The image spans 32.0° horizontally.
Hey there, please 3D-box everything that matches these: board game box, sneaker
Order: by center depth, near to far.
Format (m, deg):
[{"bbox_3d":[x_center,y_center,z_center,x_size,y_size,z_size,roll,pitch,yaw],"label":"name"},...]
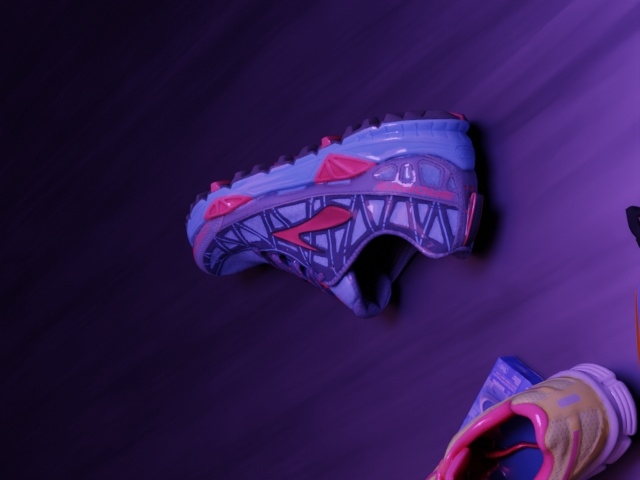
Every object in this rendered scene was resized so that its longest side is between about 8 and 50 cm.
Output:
[{"bbox_3d":[0.096,0.153,0.682,0.081,0.094,0.208,50,123,30],"label":"sneaker"},{"bbox_3d":[0.133,0.137,0.727,0.090,0.020,0.090,40,116,37],"label":"board game box"},{"bbox_3d":[0.000,0.000,0.802,0.261,0.104,0.125,-21,76,41],"label":"sneaker"}]

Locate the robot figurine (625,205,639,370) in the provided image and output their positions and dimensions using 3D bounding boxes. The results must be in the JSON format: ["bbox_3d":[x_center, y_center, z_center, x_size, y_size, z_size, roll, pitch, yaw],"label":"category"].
[{"bbox_3d":[0.235,0.001,0.529,0.211,0.085,0.291,-27,45,39],"label":"robot figurine"}]
